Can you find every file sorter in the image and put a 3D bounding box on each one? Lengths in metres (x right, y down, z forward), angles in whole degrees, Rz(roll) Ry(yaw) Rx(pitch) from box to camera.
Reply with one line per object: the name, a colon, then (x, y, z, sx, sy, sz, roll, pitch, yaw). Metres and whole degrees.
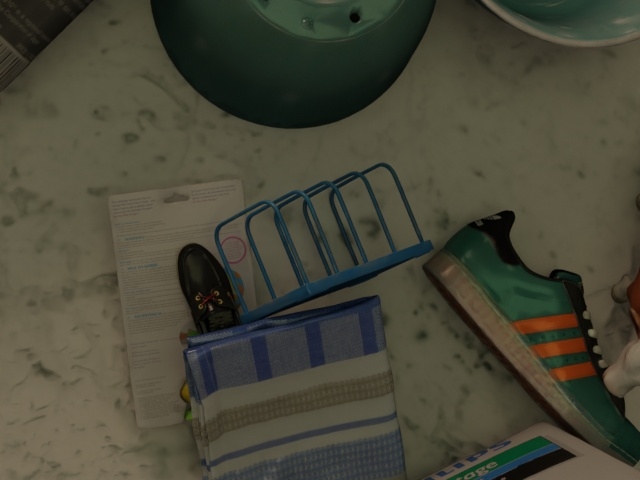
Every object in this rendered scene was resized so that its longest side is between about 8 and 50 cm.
file sorter: (0.000, 0.000, 1.863, 0.170, 0.118, 0.104, -19, 85, -40)

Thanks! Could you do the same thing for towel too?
towel: (-0.019, 0.204, 1.870, 0.209, 0.034, 0.285, -13, 115, -11)

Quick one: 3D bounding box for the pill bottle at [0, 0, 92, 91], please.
pill bottle: (-0.278, -0.313, 1.802, 0.361, 0.204, 0.204, -45, 95, -1)

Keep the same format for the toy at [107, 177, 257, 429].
toy: (-0.135, 0.063, 1.903, 0.137, 0.056, 0.237, -8, 94, -13)

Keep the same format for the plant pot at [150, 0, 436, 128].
plant pot: (-0.015, -0.267, 1.846, 0.293, 0.235, 0.293, 0, 87, -8)

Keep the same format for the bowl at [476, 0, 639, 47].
bowl: (0.240, -0.339, 1.919, 0.311, 0.163, 0.311, 1, 87, -14)

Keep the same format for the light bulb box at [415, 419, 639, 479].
light bulb box: (0.235, 0.397, 1.769, 0.225, 0.361, 0.358, -24, 101, -10)

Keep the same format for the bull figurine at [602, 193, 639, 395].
bull figurine: (0.365, 0.024, 1.914, 0.101, 0.188, 0.310, 25, 83, -6)

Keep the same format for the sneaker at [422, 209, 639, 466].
sneaker: (0.246, 0.100, 1.935, 0.121, 0.108, 0.302, -42, 93, -4)

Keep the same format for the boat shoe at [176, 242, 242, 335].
boat shoe: (-0.105, 0.065, 1.860, 0.049, 0.042, 0.133, -20, 95, -8)
